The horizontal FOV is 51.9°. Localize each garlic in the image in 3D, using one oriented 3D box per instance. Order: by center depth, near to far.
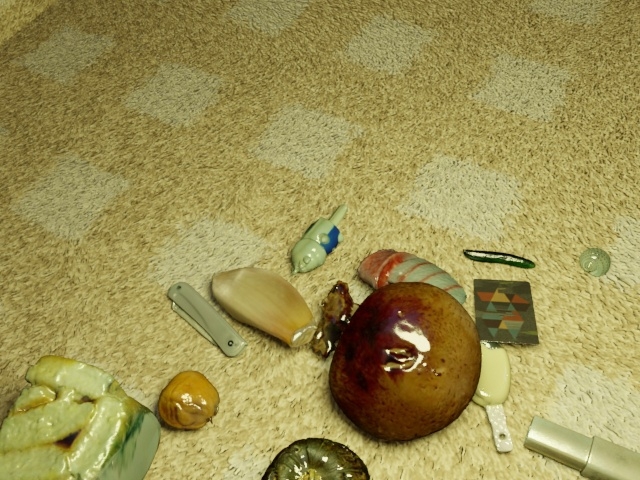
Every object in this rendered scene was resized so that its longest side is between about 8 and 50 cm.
[{"bbox_3d":[-0.130,0.156,1.589,0.318,0.112,0.143,24,47,37],"label":"garlic"}]

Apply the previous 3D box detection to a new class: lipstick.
[{"bbox_3d":[0.550,0.442,1.347,0.252,0.079,0.077,18,59,19],"label":"lipstick"}]

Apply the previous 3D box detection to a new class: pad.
[{"bbox_3d":[0.439,0.165,1.571,0.142,0.003,0.211,3,39,7],"label":"pad"}]

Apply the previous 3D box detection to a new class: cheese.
[{"bbox_3d":[0.374,0.342,1.452,0.127,0.054,0.252,-7,55,0],"label":"cheese"}]

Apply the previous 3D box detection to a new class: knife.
[{"bbox_3d":[-0.284,0.196,1.628,0.265,0.041,0.073,37,76,27],"label":"knife"}]

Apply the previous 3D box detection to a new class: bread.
[{"bbox_3d":[-0.501,0.458,1.332,0.264,0.239,0.395,11,58,13],"label":"bread"}]

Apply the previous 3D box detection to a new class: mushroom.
[{"bbox_3d":[0.158,0.265,1.441,0.334,0.356,0.331,25,68,-11],"label":"mushroom"}]

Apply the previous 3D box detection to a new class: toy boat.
[{"bbox_3d":[0.245,0.094,1.565,0.206,0.096,0.282,-13,21,-40],"label":"toy boat"}]

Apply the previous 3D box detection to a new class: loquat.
[{"bbox_3d":[-0.291,0.360,1.471,0.137,0.113,0.137,12,36,-9],"label":"loquat"}]

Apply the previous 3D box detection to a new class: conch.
[{"bbox_3d":[0.690,0.048,1.637,0.076,0.057,0.085,38,65,13],"label":"conch"}]

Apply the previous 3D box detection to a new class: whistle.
[{"bbox_3d":[0.000,0.000,1.709,0.092,0.110,0.244,41,62,-6],"label":"whistle"}]

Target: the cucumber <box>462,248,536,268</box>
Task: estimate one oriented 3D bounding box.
[{"bbox_3d":[0.454,0.045,1.674,0.184,0.033,0.036,8,30,11],"label":"cucumber"}]

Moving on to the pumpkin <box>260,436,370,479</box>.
[{"bbox_3d":[-0.010,0.506,1.301,0.237,0.159,0.238,-6,53,7],"label":"pumpkin"}]
